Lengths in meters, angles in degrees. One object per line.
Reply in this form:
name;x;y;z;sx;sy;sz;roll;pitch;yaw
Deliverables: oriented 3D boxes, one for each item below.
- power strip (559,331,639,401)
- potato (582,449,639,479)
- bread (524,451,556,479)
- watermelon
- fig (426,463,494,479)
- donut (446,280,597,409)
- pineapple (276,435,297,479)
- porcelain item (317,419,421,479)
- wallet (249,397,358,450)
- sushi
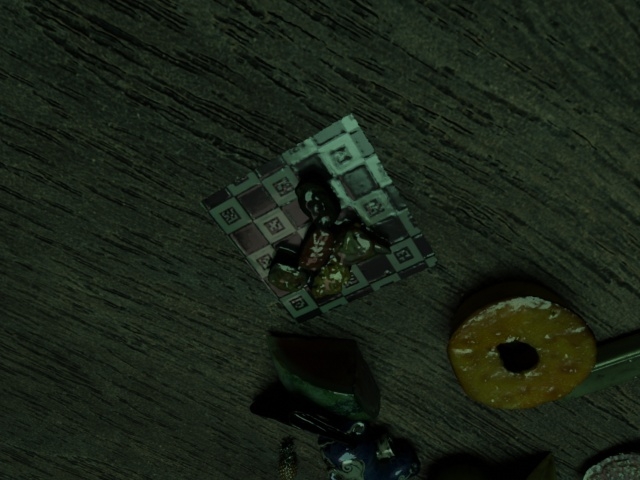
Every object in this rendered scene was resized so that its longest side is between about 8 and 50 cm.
power strip;0.642;0.261;1.105;0.388;0.066;0.092;-25;118;15
potato;0.789;0.575;1.287;0.261;0.100;0.120;-25;79;33
bread;0.555;0.675;1.228;0.264;0.163;0.167;-33;121;-25
watermelon;0.011;0.303;1.124;0.260;0.175;0.256;0;160;2
fig;0.360;0.692;1.292;0.203;0.225;0.203;13;143;10
donut;0.401;0.209;1.054;0.303;0.110;0.302;2;121;4
pineapple;-0.084;0.573;1.339;0.058;0.058;0.124;5;121;0
porcelain item;0.122;0.536;1.261;0.186;0.138;0.288;-31;117;8
wallet;-0.041;0.399;1.128;0.173;0.045;0.318;25;160;-13
sushi;0.000;0.000;0.980;0.343;0.064;0.359;-26;116;18
